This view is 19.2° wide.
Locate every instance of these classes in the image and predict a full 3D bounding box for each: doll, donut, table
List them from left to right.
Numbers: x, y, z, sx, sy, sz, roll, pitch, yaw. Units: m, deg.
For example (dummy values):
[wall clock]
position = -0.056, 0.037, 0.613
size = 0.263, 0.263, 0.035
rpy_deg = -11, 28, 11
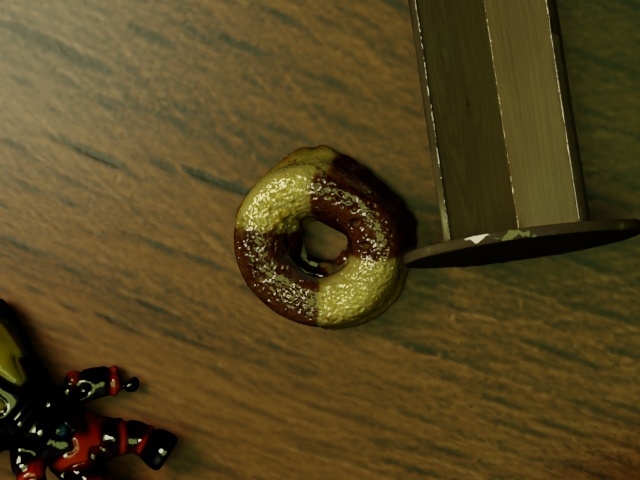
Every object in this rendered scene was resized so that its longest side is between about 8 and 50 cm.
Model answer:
[doll]
position = -0.232, 0.119, 1.421
size = 0.249, 0.127, 0.088
rpy_deg = 33, 131, 7
[donut]
position = 0.000, 0.000, 1.394
size = 0.140, 0.059, 0.140
rpy_deg = 1, 96, 11
[table]
position = 0.125, -0.103, 1.330
size = 0.167, 0.167, 0.226
rpy_deg = -9, 83, 9
